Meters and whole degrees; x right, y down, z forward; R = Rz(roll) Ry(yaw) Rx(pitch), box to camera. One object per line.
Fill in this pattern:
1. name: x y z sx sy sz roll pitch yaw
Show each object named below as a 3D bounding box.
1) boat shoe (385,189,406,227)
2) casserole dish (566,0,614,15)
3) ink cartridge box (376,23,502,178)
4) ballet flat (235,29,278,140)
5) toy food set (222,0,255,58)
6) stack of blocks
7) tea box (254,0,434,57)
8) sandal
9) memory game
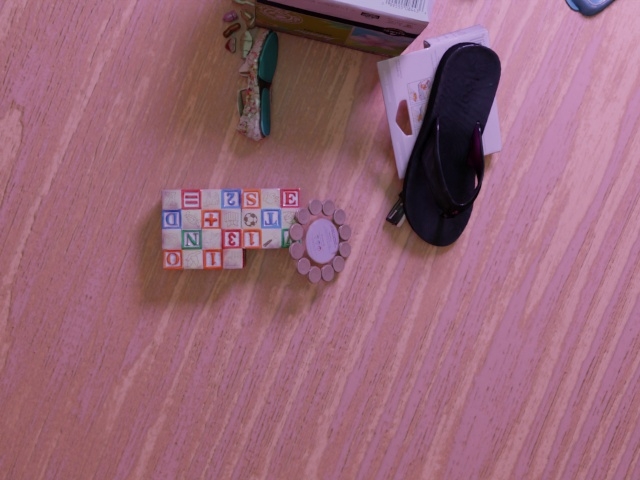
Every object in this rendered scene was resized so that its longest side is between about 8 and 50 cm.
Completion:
1. boat shoe: 0.187 -0.091 1.624 0.038 0.046 0.125 28 100 -8
2. casserole dish: 0.628 -0.584 1.621 0.188 0.037 0.114 -39 94 -1
3. ink cartridge box: 0.251 -0.288 1.554 0.238 0.060 0.275 -16 119 -1
4. ballet flat: -0.144 -0.337 1.586 0.077 0.091 0.241 5 89 20
5. toy food set: -0.181 -0.465 1.608 0.077 0.019 0.122 14 100 -2
6. stack of blocks: -0.189 -0.026 1.591 0.296 0.087 0.171 -1 93 -2
7. tea box: 0.049 -0.529 1.455 0.328 0.323 0.220 12 92 -4
8. sandal: 0.274 -0.178 1.518 0.167 0.107 0.446 -1 117 -14
9. memory game: 0.000 0.000 1.582 0.186 0.012 0.186 -1 92 -42
